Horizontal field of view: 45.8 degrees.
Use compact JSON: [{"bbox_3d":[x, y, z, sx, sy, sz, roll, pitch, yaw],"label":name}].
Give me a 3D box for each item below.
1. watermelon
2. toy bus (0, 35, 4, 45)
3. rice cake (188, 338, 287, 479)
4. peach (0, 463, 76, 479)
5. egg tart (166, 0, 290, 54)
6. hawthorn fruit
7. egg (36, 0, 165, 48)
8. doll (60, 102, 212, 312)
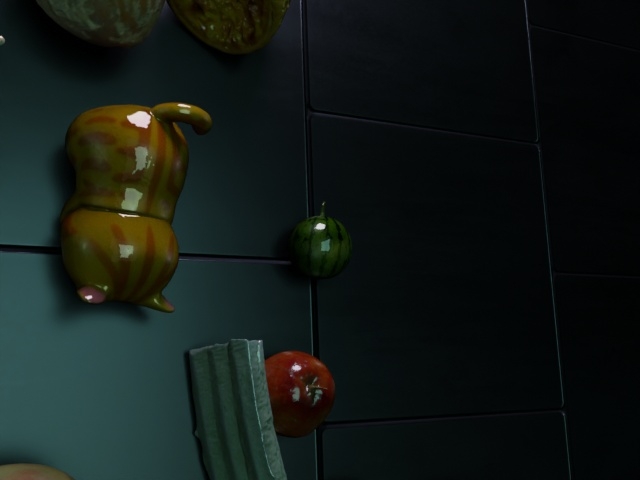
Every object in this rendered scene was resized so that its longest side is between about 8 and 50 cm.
[{"bbox_3d":[0.000,0.007,1.149,0.109,0.109,0.109,6,77,-26],"label":"watermelon"},{"bbox_3d":[-0.476,-0.203,0.848,0.165,0.276,0.134,43,62,-26],"label":"toy bus"},{"bbox_3d":[-0.113,0.255,1.028,0.043,0.127,0.237,-2,77,-55],"label":"rice cake"},{"bbox_3d":[-0.329,0.397,0.806,0.292,0.247,0.292,24,57,-42],"label":"peach"},{"bbox_3d":[-0.125,-0.398,1.130,0.202,0.202,0.147,39,50,-15],"label":"egg tart"},{"bbox_3d":[-0.037,0.209,1.072,0.125,0.140,0.125,9,41,-8],"label":"hawthorn fruit"},{"bbox_3d":[-0.300,-0.378,1.015,0.203,0.203,0.245,-20,90,-29],"label":"egg"},{"bbox_3d":[-0.254,-0.048,0.996,0.166,0.162,0.270,11,84,-40],"label":"doll"}]
